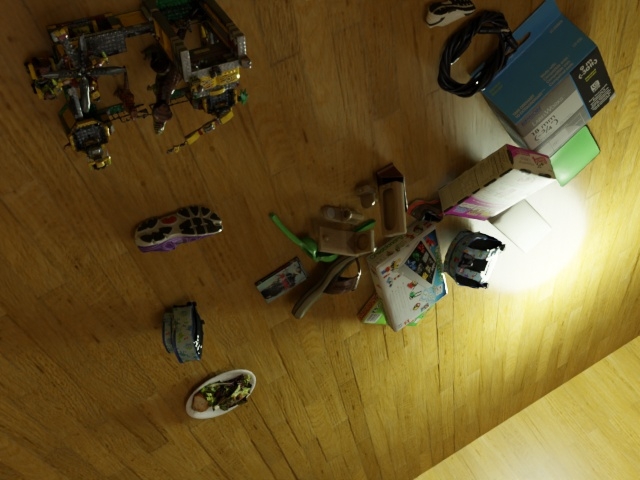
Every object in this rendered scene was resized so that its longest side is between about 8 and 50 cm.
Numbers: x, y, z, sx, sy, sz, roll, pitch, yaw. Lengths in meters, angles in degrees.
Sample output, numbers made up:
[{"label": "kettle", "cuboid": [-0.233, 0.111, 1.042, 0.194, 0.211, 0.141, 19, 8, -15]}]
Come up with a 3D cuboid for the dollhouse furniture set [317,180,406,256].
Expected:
[{"label": "dollhouse furniture set", "cuboid": [0.088, -0.052, 1.524, 0.123, 0.144, 0.151, 9, 164, -44]}]

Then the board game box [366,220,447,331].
[{"label": "board game box", "cuboid": [0.237, 0.097, 1.856, 0.193, 0.053, 0.305, -35, 139, -13]}]

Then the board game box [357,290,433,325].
[{"label": "board game box", "cuboid": [0.229, 0.190, 2.005, 0.259, 0.039, 0.124, 12, 122, -43]}]

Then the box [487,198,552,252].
[{"label": "box", "cuboid": [0.529, -0.066, 1.914, 0.113, 0.094, 0.275, -45, 143, 11]}]

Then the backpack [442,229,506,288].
[{"label": "backpack", "cuboid": [0.399, 0.047, 1.895, 0.173, 0.117, 0.158, 8, 108, -47]}]

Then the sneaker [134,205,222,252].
[{"label": "sneaker", "cuboid": [-0.275, -0.017, 1.352, 0.169, 0.068, 0.071, -12, 154, -17]}]

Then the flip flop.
[{"label": "flip flop", "cuboid": [0.041, 0.106, 1.688, 0.277, 0.080, 0.112, -46, 169, 16]}]

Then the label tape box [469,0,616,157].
[{"label": "label tape box", "cuboid": [0.511, -0.347, 1.576, 0.240, 0.106, 0.333, -45, 144, 11]}]

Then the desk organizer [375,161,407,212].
[{"label": "desk organizer", "cuboid": [0.165, -0.111, 1.601, 0.047, 0.050, 0.130, -29, 144, -10]}]

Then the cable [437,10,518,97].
[{"label": "cable", "cuboid": [0.317, -0.377, 1.425, 0.184, 0.047, 0.150, -38, 137, 4]}]

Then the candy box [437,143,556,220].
[{"label": "candy box", "cuboid": [0.421, -0.134, 1.682, 0.159, 0.071, 0.233, 8, 152, -36]}]

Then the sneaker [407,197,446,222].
[{"label": "sneaker", "cuboid": [0.289, -0.065, 1.742, 0.157, 0.065, 0.061, -8, 136, -33]}]

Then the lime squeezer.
[{"label": "lime squeezer", "cuboid": [0.000, 0.000, 1.587, 0.310, 0.059, 0.110, 3, 129, -40]}]

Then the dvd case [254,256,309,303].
[{"label": "dvd case", "cuboid": [-0.091, 0.095, 1.654, 0.119, 0.013, 0.087, -33, 144, -6]}]

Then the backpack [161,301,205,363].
[{"label": "backpack", "cuboid": [-0.300, 0.208, 1.523, 0.084, 0.114, 0.105, -11, 143, -1]}]

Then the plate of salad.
[{"label": "plate of salad", "cuboid": [-0.258, 0.415, 1.846, 0.199, 0.048, 0.200, -22, 141, -19]}]

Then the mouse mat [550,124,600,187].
[{"label": "mouse mat", "cuboid": [0.705, -0.232, 1.948, 0.152, 0.007, 0.189, -45, 144, 12]}]

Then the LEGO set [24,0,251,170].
[{"label": "LEGO set", "cuboid": [-0.240, -0.218, 1.027, 0.331, 0.192, 0.255, -15, 139, -26]}]

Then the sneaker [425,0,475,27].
[{"label": "sneaker", "cuboid": [0.245, -0.433, 1.326, 0.109, 0.040, 0.044, -16, 156, -21]}]
